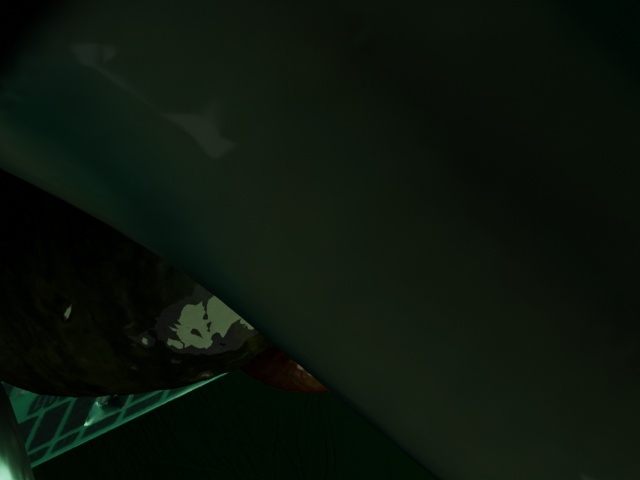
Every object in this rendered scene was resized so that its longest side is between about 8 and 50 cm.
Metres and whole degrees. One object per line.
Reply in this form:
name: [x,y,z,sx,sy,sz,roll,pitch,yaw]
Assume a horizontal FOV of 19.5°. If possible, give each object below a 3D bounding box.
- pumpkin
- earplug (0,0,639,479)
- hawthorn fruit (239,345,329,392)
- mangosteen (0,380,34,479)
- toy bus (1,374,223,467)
pumpkin: [-0.062,-0.041,0.743,0.238,0.159,0.238,-21,-161,8]
earplug: [0.062,0.005,0.538,0.185,0.324,0.185,-41,-163,16]
hawthorn fruit: [0.000,0.000,1.742,0.265,0.265,0.307,-27,-160,-1]
mangosteen: [-0.234,0.117,0.616,0.297,0.293,0.297,-24,-162,8]
toy bus: [-0.135,0.029,0.909,0.256,0.128,0.147,-24,150,-46]
